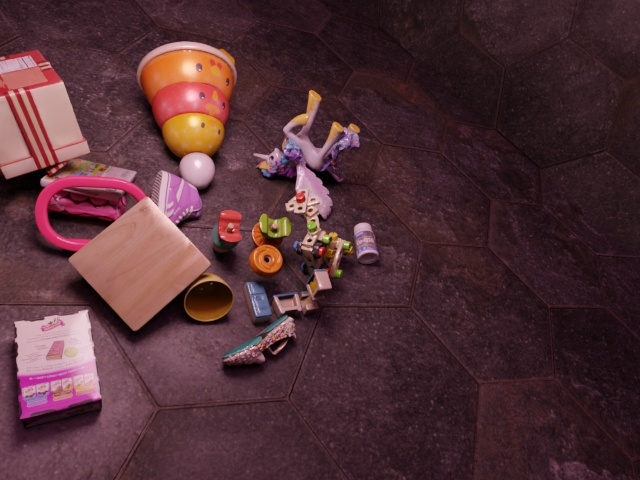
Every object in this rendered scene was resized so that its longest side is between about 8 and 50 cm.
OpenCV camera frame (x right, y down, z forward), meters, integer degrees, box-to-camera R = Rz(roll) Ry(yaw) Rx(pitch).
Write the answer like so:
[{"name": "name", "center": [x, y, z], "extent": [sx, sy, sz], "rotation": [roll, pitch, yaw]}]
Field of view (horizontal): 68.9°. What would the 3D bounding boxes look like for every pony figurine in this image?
[{"name": "pony figurine", "center": [-0.028, -0.303, 1.707], "extent": [0.351, 0.363, 0.303], "rotation": [35, 37, -17]}]

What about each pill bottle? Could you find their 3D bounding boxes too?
[{"name": "pill bottle", "center": [0.161, 0.009, 1.673], "extent": [0.078, 0.078, 0.137], "rotation": [8, 50, -20]}]

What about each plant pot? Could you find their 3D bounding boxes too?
[{"name": "plant pot", "center": [-0.320, 0.146, 1.312], "extent": [0.134, 0.134, 0.095], "rotation": [3, 25, -24]}]

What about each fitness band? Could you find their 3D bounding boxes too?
[{"name": "fitness band", "center": [-0.621, -0.073, 1.293], "extent": [0.290, 0.209, 0.054], "rotation": [0, 12, -23]}]

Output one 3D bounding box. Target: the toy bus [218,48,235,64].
[{"name": "toy bus", "center": [-0.513, -0.675, 1.886], "extent": [0.332, 0.130, 0.108], "rotation": [-30, 70, -40]}]

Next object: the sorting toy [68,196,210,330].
[{"name": "sorting toy", "center": [-0.475, 0.065, 1.258], "extent": [0.257, 0.089, 0.255], "rotation": [-43, 88, -15]}]

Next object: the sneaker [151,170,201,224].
[{"name": "sneaker", "center": [-0.445, -0.073, 1.442], "extent": [0.161, 0.102, 0.282], "rotation": [24, 57, -36]}]

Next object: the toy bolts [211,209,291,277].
[{"name": "toy bolts", "center": [-0.226, 0.023, 1.437], "extent": [0.228, 0.158, 0.218], "rotation": [12, 62, -20]}]

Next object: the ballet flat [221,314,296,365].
[{"name": "ballet flat", "center": [-0.157, 0.292, 1.290], "extent": [0.241, 0.091, 0.077], "rotation": [-29, 94, -35]}]

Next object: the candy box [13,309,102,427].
[{"name": "candy box", "center": [-0.607, 0.289, 1.080], "extent": [0.159, 0.071, 0.233], "rotation": [-6, 57, -29]}]

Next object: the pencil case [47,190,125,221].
[{"name": "pencil case", "center": [-0.682, -0.104, 1.358], "extent": [0.209, 0.095, 0.098], "rotation": [7, 9, -18]}]

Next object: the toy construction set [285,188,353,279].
[{"name": "toy construction set", "center": [0.000, 0.000, 1.456], "extent": [0.151, 0.328, 0.215], "rotation": [2, 48, 33]}]

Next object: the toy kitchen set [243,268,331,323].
[{"name": "toy kitchen set", "center": [-0.100, 0.140, 1.379], "extent": [0.207, 0.166, 0.122], "rotation": [-4, 55, -28]}]

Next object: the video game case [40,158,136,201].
[{"name": "video game case", "center": [-0.685, -0.187, 1.403], "extent": [0.206, 0.026, 0.227], "rotation": [12, 24, -13]}]

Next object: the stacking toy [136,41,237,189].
[{"name": "stacking toy", "center": [-0.438, -0.399, 1.632], "extent": [0.350, 0.350, 0.480], "rotation": [-4, 73, -28]}]

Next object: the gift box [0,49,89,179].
[{"name": "gift box", "center": [-0.828, -0.332, 1.272], "extent": [0.276, 0.258, 0.255], "rotation": [-24, 53, -24]}]
